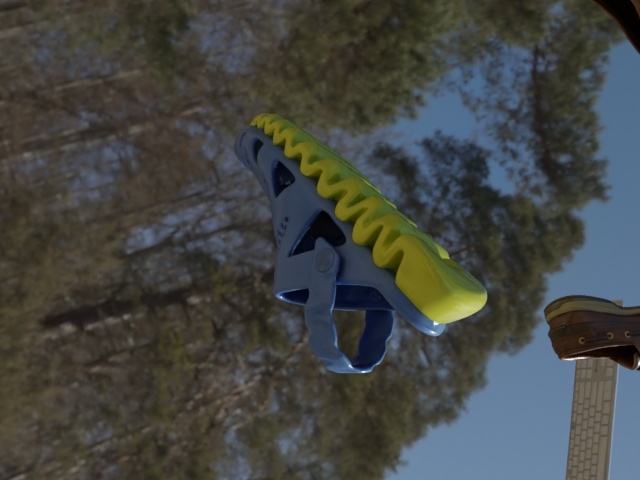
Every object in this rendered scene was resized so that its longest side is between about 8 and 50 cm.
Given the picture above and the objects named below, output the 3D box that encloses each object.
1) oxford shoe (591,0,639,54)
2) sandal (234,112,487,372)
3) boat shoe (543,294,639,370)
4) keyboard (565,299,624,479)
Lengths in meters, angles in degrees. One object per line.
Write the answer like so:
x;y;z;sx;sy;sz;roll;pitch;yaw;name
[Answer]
0.160;-0.206;0.718;0.212;0.076;0.076;51;0;4;oxford shoe
0.000;0.000;1.010;0.138;0.126;0.317;-51;-137;10;sandal
0.298;0.095;1.093;0.064;0.178;0.060;116;-22;-60;boat shoe
0.285;0.190;1.215;0.072;0.014;0.256;153;-54;-70;keyboard
